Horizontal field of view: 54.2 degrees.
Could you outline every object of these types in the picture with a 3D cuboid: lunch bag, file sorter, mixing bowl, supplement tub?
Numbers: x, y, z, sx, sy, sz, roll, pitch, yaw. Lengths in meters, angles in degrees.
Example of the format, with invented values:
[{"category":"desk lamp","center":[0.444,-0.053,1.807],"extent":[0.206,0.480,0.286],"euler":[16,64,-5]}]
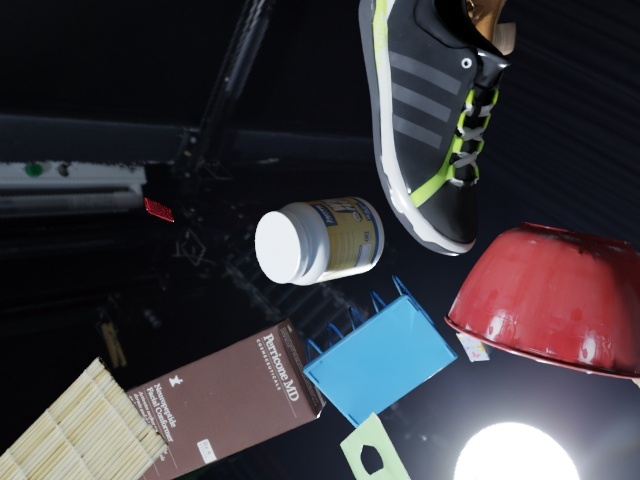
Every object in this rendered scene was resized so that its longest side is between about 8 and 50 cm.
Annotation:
[{"category":"lunch bag","center":[0.301,0.174,1.183],"extent":[0.071,0.053,0.083],"euler":[61,-140,-17]},{"category":"file sorter","center":[0.076,0.146,0.869],"extent":[0.170,0.104,0.118],"euler":[-37,-71,9]},{"category":"mixing bowl","center":[0.204,0.040,0.527],"extent":[0.181,0.181,0.098],"euler":[2,-80,-54]},{"category":"supplement tub","center":[0.000,0.000,1.113],"extent":[0.199,0.144,0.144],"euler":[-9,-46,-42]}]

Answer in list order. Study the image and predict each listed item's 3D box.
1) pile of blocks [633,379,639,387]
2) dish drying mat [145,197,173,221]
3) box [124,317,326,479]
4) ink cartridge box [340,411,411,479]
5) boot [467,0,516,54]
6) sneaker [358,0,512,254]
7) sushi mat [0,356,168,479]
[{"category":"pile of blocks","center":[0.784,0.164,1.363],"extent":[0.362,0.149,0.112],"euler":[-67,-6,34]},{"category":"dish drying mat","center":[-0.322,-0.060,1.249],"extent":[0.008,0.032,0.083],"euler":[-24,-18,14]},{"category":"box","center":[-0.202,0.315,1.211],"extent":[0.381,0.191,0.143],"euler":[-25,-4,5]},{"category":"ink cartridge box","center":[0.069,0.294,0.578],"extent":[0.056,0.235,0.171],"euler":[-23,-21,-21]},{"category":"boot","center":[0.207,-0.358,0.910],"extent":[0.152,0.073,0.197],"euler":[-12,-87,-24]},{"category":"sneaker","center":[0.094,-0.105,0.465],"extent":[0.097,0.235,0.084],"euler":[-11,3,41]},{"category":"sushi mat","center":[-0.332,0.302,0.732],"extent":[0.316,0.151,0.019],"euler":[-47,-20,-6]}]
